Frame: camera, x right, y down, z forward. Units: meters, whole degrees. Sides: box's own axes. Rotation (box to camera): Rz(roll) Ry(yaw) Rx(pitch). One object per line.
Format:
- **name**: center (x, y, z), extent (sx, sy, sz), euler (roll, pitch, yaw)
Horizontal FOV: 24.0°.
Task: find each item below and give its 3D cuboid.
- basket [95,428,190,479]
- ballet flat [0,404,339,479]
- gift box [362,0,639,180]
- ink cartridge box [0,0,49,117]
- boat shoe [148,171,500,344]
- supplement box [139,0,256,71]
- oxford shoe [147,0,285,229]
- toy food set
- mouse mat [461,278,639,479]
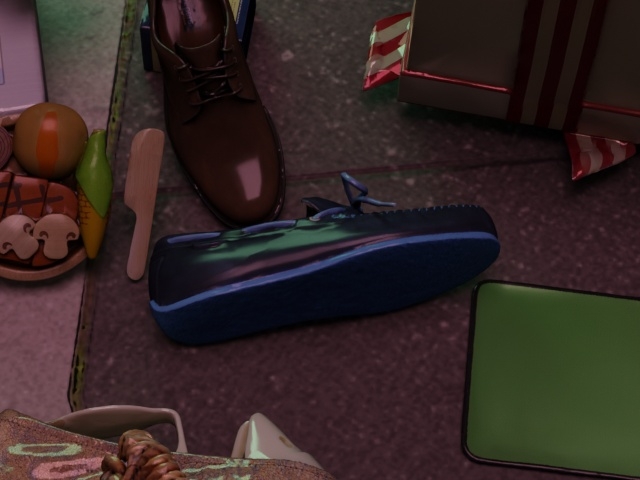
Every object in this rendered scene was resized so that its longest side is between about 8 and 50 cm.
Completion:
- **basket**: center (-0.062, 0.277, 0.805), extent (0.213, 0.299, 0.223), euler (26, 60, 13)
- **ballet flat**: center (-0.082, 0.162, 0.997), extent (0.316, 0.108, 0.106), euler (9, 51, 2)
- **gift box**: center (0.176, -0.211, 1.150), extent (0.255, 0.258, 0.276), euler (15, 67, 6)
- **ink cartridge box**: center (-0.391, -0.214, 1.224), extent (0.308, 0.091, 0.385), euler (-8, 60, -8)
- **boat shoe**: center (0.000, 0.000, 1.099), extent (0.258, 0.109, 0.089), euler (-8, 55, -10)
- **supplement box**: center (-0.099, -0.183, 1.236), extent (0.083, 0.056, 0.083), euler (7, 58, 1)
- **oxford shoe**: center (-0.087, -0.114, 1.141), extent (0.082, 0.096, 0.227), euler (-20, 88, -1)
- **toy food set**: center (-0.214, -0.036, 1.099), extent (0.192, 0.038, 0.132), euler (6, 92, -9)
- **mouse mat**: center (0.200, 0.103, 1.100), extent (0.189, 0.007, 0.153), euler (8, 58, 1)
